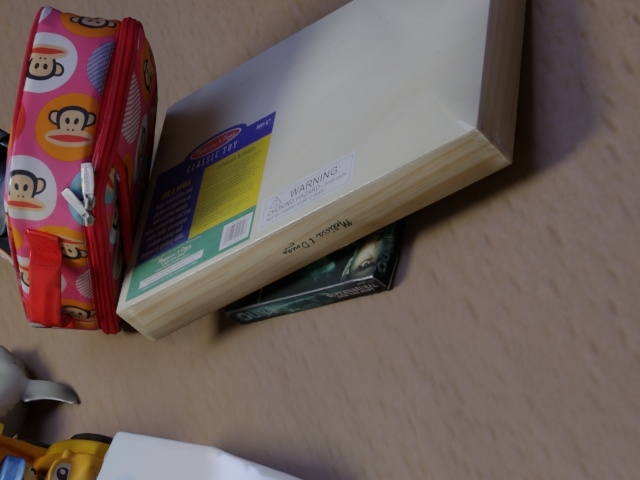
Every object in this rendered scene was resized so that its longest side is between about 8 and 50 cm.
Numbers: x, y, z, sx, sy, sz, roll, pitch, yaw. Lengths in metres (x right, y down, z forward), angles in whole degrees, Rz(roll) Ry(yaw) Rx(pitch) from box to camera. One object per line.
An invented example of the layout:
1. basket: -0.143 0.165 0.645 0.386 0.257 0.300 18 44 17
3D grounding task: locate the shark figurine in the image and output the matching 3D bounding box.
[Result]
1. shark figurine: -0.346 0.198 1.883 0.166 0.278 0.116 17 116 26

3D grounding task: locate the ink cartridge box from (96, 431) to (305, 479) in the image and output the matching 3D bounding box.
1. ink cartridge box: -0.084 0.316 1.495 0.385 0.091 0.308 0 62 52

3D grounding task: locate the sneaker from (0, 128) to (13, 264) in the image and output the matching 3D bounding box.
1. sneaker: -0.335 -0.050 2.080 0.321 0.127 0.126 16 74 53

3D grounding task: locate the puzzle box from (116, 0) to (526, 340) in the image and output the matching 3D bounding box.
1. puzzle box: 0.001 -0.094 1.728 0.409 0.052 0.272 -26 37 33

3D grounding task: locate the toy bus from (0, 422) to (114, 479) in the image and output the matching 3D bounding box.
1. toy bus: -0.290 0.219 1.723 0.220 0.211 0.149 -14 50 43

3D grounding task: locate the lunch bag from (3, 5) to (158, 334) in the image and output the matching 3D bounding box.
1. lunch bag: -0.225 -0.044 1.812 0.293 0.120 0.258 95 -177 -62

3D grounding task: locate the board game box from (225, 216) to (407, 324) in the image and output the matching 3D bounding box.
1. board game box: 0.000 0.000 1.712 0.186 0.026 0.126 -16 50 44
